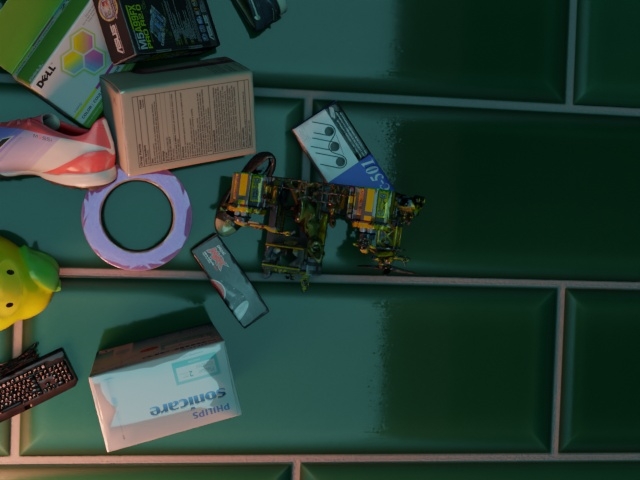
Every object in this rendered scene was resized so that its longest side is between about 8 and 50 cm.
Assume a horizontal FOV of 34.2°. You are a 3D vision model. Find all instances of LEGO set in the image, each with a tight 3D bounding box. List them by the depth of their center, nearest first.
[{"bbox_3d":[0.000,0.000,1.757,0.331,0.255,0.192,7,91,11],"label":"LEGO set"}]

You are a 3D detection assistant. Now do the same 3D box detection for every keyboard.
[{"bbox_3d":[-0.528,0.250,1.803,0.192,0.038,0.100,-26,96,-9],"label":"keyboard"}]

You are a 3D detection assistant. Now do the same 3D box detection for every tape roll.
[{"bbox_3d":[-0.317,-0.043,1.806,0.189,0.080,0.189,-1,93,-10],"label":"tape roll"}]

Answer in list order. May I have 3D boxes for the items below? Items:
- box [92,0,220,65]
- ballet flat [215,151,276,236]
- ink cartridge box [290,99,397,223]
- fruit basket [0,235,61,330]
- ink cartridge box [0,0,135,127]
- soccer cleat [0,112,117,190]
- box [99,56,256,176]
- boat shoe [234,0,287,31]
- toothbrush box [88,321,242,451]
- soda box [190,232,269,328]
[{"bbox_3d":[-0.292,-0.437,1.737,0.216,0.060,0.270,-22,96,-53],"label":"box"},{"bbox_3d":[-0.136,-0.085,1.850,0.057,0.049,0.173,30,87,-9],"label":"ballet flat"},{"bbox_3d":[0.043,-0.140,1.881,0.097,0.046,0.207,-34,98,-5],"label":"ink cartridge box"},{"bbox_3d":[-0.627,0.080,1.682,0.392,0.283,0.392,0,93,8],"label":"fruit basket"},{"bbox_3d":[-0.440,-0.334,1.708,0.255,0.097,0.189,37,85,-41],"label":"ink cartridge box"},{"bbox_3d":[-0.489,-0.161,1.720,0.318,0.108,0.116,7,111,11],"label":"soccer cleat"},{"bbox_3d":[-0.237,-0.212,1.746,0.232,0.127,0.149,-12,116,-23],"label":"box"},{"bbox_3d":[-0.162,-0.481,1.813,0.079,0.095,0.254,-41,107,-17],"label":"boat shoe"},{"bbox_3d":[-0.258,0.233,1.717,0.216,0.295,0.126,-14,95,-8],"label":"toothbrush box"},{"bbox_3d":[-0.161,0.071,1.850,0.060,0.053,0.169,-35,97,-7],"label":"soda box"}]
